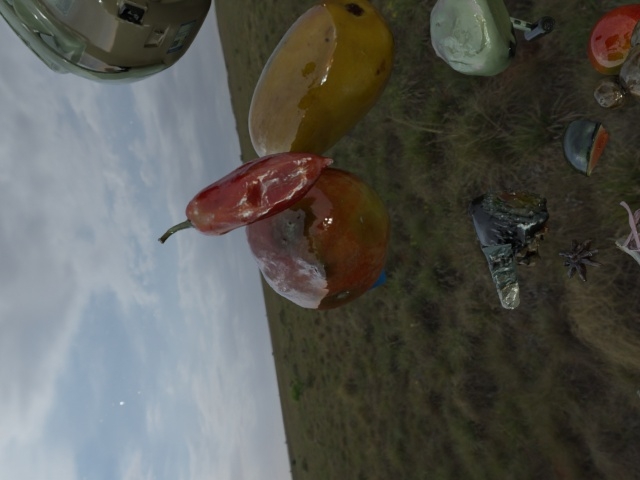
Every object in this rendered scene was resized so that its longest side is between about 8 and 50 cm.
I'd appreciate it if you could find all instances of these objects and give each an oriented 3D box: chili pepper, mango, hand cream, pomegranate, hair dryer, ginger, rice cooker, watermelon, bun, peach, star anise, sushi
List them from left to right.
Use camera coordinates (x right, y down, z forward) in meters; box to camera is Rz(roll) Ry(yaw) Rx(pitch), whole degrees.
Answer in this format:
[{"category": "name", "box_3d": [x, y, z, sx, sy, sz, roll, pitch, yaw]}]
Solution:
[{"category": "rice cooker", "box_3d": [-0.197, -0.239, 0.402, 0.145, 0.127, 0.206, 50, -144, -14]}, {"category": "chili pepper", "box_3d": [-0.076, -0.044, 0.413, 0.050, 0.191, 0.059, -12, -101, -83]}, {"category": "mango", "box_3d": [-0.009, -0.352, 0.993, 0.232, 0.300, 0.445, 50, 119, 18]}, {"category": "peach", "box_3d": [0.000, 0.000, 0.636, 0.256, 0.233, 0.232, -77, -16, -67]}, {"category": "bun", "box_3d": [0.377, -0.552, 1.083, 0.187, 0.293, 0.292, -23, 71, 38]}, {"category": "hand cream", "box_3d": [0.539, 0.107, 1.215, 0.052, 0.076, 0.247, -92, -22, -61]}, {"category": "sushi", "box_3d": [0.584, -0.031, 1.281, 0.225, 0.238, 0.218, 21, 141, 40]}, {"category": "hair dryer", "box_3d": [0.664, -0.721, 1.379, 0.100, 0.198, 0.056, -86, 9, -82]}, {"category": "watermelon", "box_3d": [0.836, -0.319, 1.344, 0.145, 0.137, 0.192, 36, 148, 43]}, {"category": "star anise", "box_3d": [0.769, 0.050, 1.225, 0.141, 0.042, 0.140, -42, 40, 49]}, {"category": "pomegranate", "box_3d": [1.020, -0.649, 1.381, 0.221, 0.221, 0.256, -179, 72, -81]}, {"category": "ginger", "box_3d": [0.847, -0.472, 1.050, 0.304, 0.155, 0.244, -53, 10, 3]}]

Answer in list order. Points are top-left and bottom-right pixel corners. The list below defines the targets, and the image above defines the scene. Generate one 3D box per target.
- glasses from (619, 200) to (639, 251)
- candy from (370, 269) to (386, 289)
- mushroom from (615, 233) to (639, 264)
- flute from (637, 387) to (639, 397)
[{"category": "glasses", "box_3d": [1.149, -0.072, 1.452, 0.162, 0.096, 0.255, -28, 40, 65]}, {"category": "candy", "box_3d": [0.013, 0.039, 1.067, 0.306, 0.100, 0.157, -1, 104, 46]}, {"category": "mushroom", "box_3d": [1.190, 0.101, 1.450, 0.351, 0.123, 0.094, -102, 8, -50]}, {"category": "flute", "box_3d": [0.644, 0.339, 0.763, 0.233, 0.027, 0.027, -35, -60, -70]}]
